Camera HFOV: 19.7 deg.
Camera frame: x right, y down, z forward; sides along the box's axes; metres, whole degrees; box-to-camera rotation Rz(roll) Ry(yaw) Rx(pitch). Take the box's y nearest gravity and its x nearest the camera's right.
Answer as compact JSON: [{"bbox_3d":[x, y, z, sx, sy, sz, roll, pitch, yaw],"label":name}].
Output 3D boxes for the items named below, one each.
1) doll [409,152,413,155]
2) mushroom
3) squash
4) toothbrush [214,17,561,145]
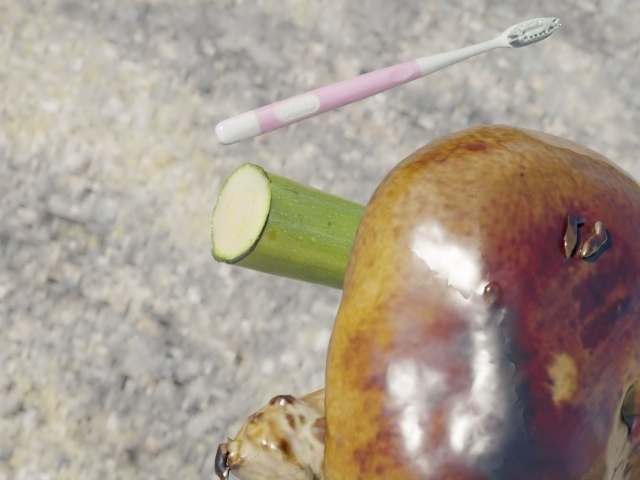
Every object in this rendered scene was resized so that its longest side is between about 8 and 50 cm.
[{"bbox_3d":[0.127,-0.004,2.157,0.067,0.110,0.206,-4,77,-28],"label":"doll"},{"bbox_3d":[0.108,0.086,1.244,0.259,0.346,0.345,5,16,45],"label":"mushroom"},{"bbox_3d":[0.000,0.000,1.653,0.188,0.095,0.095,18,32,-34],"label":"squash"},{"bbox_3d":[0.054,-0.122,1.380,0.286,0.025,0.020,-20,92,-17],"label":"toothbrush"}]
